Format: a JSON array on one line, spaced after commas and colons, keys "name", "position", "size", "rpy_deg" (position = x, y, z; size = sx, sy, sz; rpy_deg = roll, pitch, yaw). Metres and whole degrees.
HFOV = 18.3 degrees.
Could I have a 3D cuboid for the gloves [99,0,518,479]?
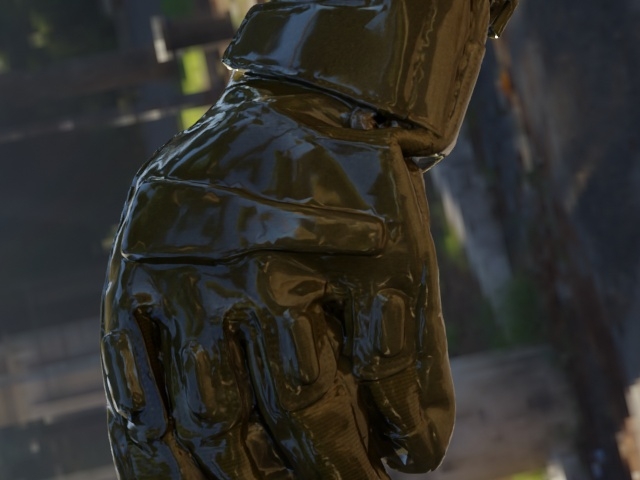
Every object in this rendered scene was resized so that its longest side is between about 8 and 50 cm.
[{"name": "gloves", "position": [-0.006, -0.008, 0.852], "size": [0.141, 0.154, 0.331], "rpy_deg": [47, -120, -59]}]
